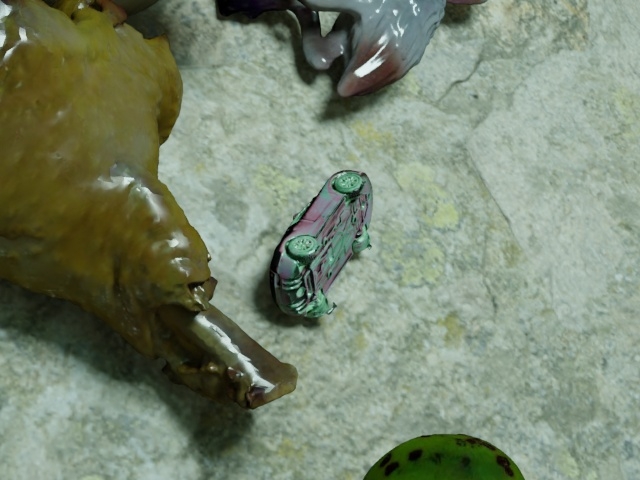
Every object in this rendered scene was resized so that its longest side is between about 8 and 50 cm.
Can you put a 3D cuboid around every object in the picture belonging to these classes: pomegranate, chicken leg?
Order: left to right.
[{"bbox_3d":[-0.152,-0.053,0.982,0.409,0.182,0.295,45,32,-6],"label":"chicken leg"},{"bbox_3d":[0.082,0.209,0.975,0.169,0.122,0.143,8,87,-31],"label":"pomegranate"}]

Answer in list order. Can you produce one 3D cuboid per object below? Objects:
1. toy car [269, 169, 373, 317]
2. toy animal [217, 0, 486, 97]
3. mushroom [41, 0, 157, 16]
[{"bbox_3d":[0.000,0.000,1.095,0.055,0.069,0.142,12,44,24],"label":"toy car"},{"bbox_3d":[0.067,-0.221,1.251,0.324,0.090,0.195,-10,68,-33],"label":"toy animal"},{"bbox_3d":[-0.131,-0.315,1.036,0.290,0.297,0.297,9,50,14],"label":"mushroom"}]
